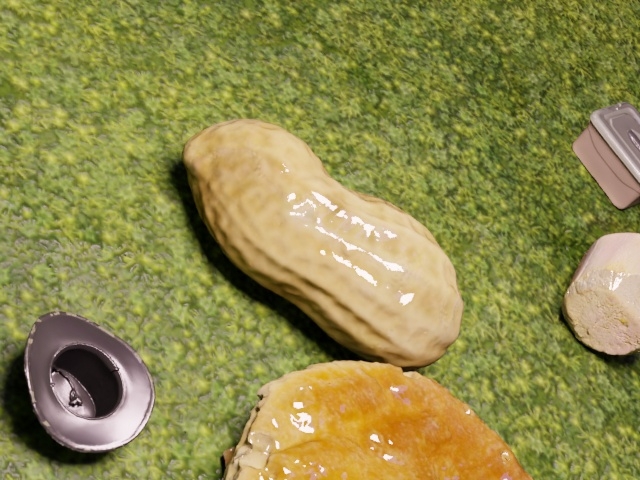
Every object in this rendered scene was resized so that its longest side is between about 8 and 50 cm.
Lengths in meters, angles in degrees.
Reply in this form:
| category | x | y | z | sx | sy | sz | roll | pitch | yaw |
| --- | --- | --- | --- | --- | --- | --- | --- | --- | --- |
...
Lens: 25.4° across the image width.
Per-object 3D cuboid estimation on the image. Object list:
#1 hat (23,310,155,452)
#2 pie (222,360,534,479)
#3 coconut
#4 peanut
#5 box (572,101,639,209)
| category | x | y | z | sx | sy | sz | roll | pitch | yaw |
| --- | --- | --- | --- | --- | --- | --- | --- | --- | --- |
| hat | -0.191 | 0.114 | 1.117 | 0.121 | 0.050 | 0.121 | 20 | 51 | -28 |
| pie | 0.063 | 0.248 | 1.178 | 0.339 | 0.083 | 0.339 | 19 | 46 | -20 |
| coconut | 0.323 | 0.052 | 1.510 | 0.116 | 0.116 | 0.122 | 39 | 46 | -3 |
| peanut | 0.000 | 0.000 | 1.304 | 0.305 | 0.147 | 0.147 | 34 | 42 | -2 |
| box | 0.365 | -0.098 | 1.705 | 0.089 | 0.062 | 0.122 | -18 | 67 | -44 |
